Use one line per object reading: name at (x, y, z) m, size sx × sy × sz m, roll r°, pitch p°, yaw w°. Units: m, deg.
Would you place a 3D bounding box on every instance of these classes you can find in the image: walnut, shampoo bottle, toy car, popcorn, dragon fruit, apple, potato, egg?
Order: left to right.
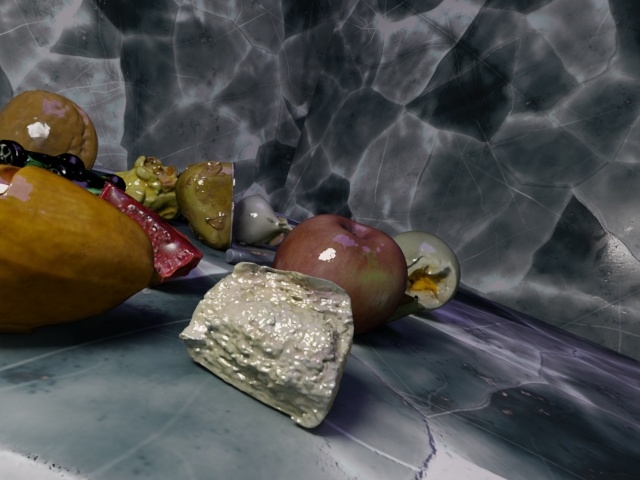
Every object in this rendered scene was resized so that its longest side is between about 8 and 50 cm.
walnut at (-0.885, -0.318, 1.320) m, size 0.332 × 0.333 × 0.333 m, roll 18°, pitch 6°, yaw -2°
walnut at (-0.357, 0.016, 0.536) m, size 0.209 × 0.209 × 0.336 m, roll 23°, pitch 0°, yaw 39°
toy car at (-0.704, -0.142, 1.069) m, size 0.358 × 0.177 × 0.213 m, roll 23°, pitch 7°, yaw 12°
popcorn at (-0.601, -0.172, 1.444) m, size 0.286 × 0.252 × 0.215 m, roll -4°, pitch 68°, yaw -64°
dragon fruit at (-0.361, 0.020, 0.889) m, size 0.262 × 0.134 × 0.211 m, roll 36°, pitch -1°, yaw 17°
potato at (-0.389, -0.118, 1.380) m, size 0.196 × 0.300 × 0.246 m, roll 0°, pitch 0°, yaw -13°
shampoo bottle at (-0.195, 0.061, 1.293) m, size 0.087 × 0.049 × 0.233 m, roll 21°, pitch 6°, yaw 43°
apple at (0.041, 0.072, 0.926) m, size 0.305 × 0.235 × 0.306 m, roll 16°, pitch 21°, yaw -6°
egg at (0.329, 0.102, 1.427) m, size 0.278 × 0.278 × 0.336 m, roll 18°, pitch 9°, yaw -4°

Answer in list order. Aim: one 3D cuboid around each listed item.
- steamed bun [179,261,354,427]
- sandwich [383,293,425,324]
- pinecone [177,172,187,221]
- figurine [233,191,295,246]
steamed bun at (-0.064, 0.121, 0.579) m, size 0.225 × 0.171 × 0.200 m, roll 18°, pitch 11°, yaw 10°
sandwich at (0.146, 0.160, 1.086) m, size 0.122 × 0.128 × 0.235 m, roll 18°, pitch 6°, yaw -46°
pinecone at (-0.533, -0.171, 1.701) m, size 0.221 × 0.222 × 0.221 m, roll 18°, pitch 6°, yaw -2°
figurine at (-0.165, -0.031, 1.655) m, size 0.394 × 0.227 × 0.274 m, roll 31°, pitch -16°, yaw -36°
